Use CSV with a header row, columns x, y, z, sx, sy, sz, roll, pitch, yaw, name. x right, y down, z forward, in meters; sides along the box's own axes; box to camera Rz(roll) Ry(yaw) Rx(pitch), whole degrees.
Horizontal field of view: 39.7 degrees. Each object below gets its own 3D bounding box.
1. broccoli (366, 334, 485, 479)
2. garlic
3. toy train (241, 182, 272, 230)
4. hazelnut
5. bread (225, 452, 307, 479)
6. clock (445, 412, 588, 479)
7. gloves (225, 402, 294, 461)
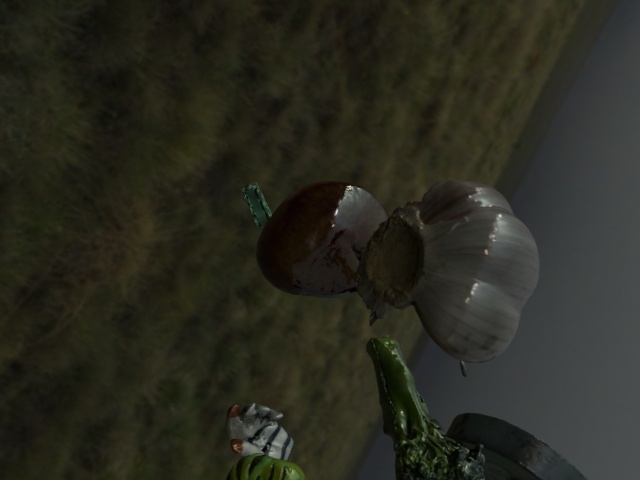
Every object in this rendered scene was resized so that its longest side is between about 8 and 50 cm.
x,y,z,sx,sy,sz,roll,pitch,yaw,name
0.151,0.285,1.429,0.145,0.304,0.165,-17,151,-15,broccoli
0.135,0.062,1.036,0.207,0.207,0.257,-54,165,-42,garlic
-0.105,-0.058,1.505,0.033,0.083,0.053,-25,-172,2,toy train
0.000,0.000,1.311,0.204,0.178,0.178,-33,161,-19,hazelnut
-0.087,0.390,1.361,0.071,0.139,0.130,0,117,-63,bread
0.368,0.450,1.662,0.066,0.318,0.319,-49,167,-26,clock
-0.156,0.458,2.122,0.140,0.219,0.131,-49,-153,-15,gloves
